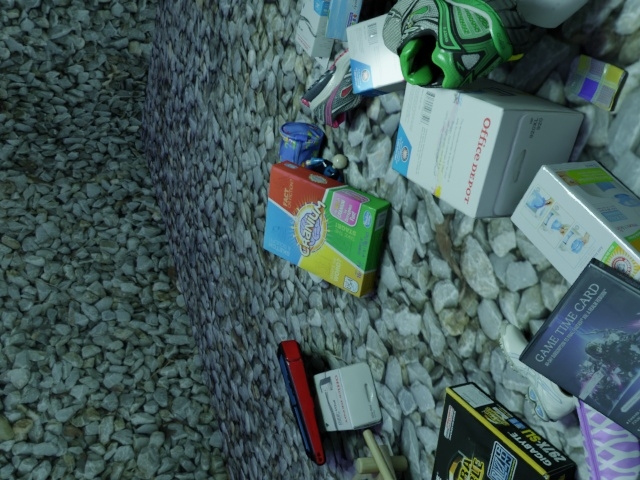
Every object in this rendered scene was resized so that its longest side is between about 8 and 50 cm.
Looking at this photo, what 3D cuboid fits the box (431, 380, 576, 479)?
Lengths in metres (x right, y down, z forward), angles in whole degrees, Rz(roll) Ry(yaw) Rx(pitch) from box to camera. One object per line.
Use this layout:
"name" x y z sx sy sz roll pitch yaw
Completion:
"box" 0.317 0.469 1.112 0.257 0.079 0.321 36 127 53

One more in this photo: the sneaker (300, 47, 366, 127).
"sneaker" 0.083 -0.373 1.351 0.112 0.121 0.299 47 140 -6

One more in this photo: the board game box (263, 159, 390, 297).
"board game box" 0.005 -0.033 1.476 0.317 0.064 0.242 25 122 30

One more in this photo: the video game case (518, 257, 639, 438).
"video game case" 0.416 0.166 0.751 0.274 0.026 0.196 34 132 18

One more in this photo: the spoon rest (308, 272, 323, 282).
"spoon rest" 0.000 0.000 1.611 0.137 0.084 0.276 61 145 37

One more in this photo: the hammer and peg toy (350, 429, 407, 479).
"hammer and peg toy" 0.151 0.612 1.379 0.361 0.128 0.265 111 155 -43

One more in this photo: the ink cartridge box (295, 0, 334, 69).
"ink cartridge box" -0.009 -0.538 1.523 0.104 0.060 0.180 58 144 39

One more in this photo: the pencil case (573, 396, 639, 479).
"pencil case" 0.414 0.282 0.863 0.086 0.088 0.206 -26 74 64

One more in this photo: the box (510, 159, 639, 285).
"box" 0.383 -0.006 0.823 0.203 0.114 0.103 59 145 37

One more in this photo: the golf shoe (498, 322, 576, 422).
"golf shoe" 0.365 0.206 0.990 0.086 0.069 0.176 -42 60 35

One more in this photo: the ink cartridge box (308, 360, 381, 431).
"ink cartridge box" 0.059 0.418 1.587 0.218 0.092 0.158 -37 64 58

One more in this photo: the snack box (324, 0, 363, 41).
"snack box" 0.062 -0.544 1.283 0.207 0.070 0.174 -86 8 -54

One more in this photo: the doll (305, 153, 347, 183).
"doll" 0.003 -0.153 1.553 0.129 0.046 0.189 42 117 -7

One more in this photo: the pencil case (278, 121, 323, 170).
"pencil case" -0.068 -0.170 1.658 0.133 0.120 0.306 -99 15 -61

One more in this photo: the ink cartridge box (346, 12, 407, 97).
"ink cartridge box" 0.171 -0.364 1.135 0.231 0.078 0.134 -6 91 34

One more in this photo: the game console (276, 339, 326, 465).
"game console" -0.063 0.473 1.752 0.386 0.060 0.341 106 151 -73

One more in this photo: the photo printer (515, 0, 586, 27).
"photo printer" 0.277 -0.460 0.816 0.307 0.107 0.256 39 144 12

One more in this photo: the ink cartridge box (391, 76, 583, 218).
"ink cartridge box" 0.258 -0.159 0.970 0.232 0.168 0.171 45 134 51

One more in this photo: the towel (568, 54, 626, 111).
"towel" 0.396 -0.227 0.860 0.083 0.009 0.060 52 141 45

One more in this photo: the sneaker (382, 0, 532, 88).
"sneaker" 0.165 -0.316 0.926 0.134 0.146 0.343 60 177 -24
